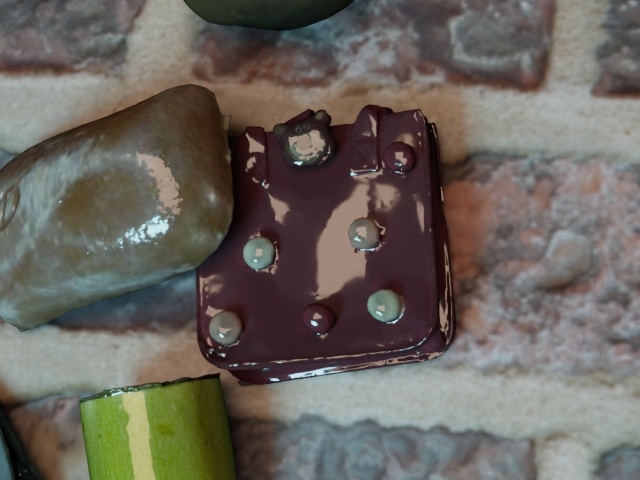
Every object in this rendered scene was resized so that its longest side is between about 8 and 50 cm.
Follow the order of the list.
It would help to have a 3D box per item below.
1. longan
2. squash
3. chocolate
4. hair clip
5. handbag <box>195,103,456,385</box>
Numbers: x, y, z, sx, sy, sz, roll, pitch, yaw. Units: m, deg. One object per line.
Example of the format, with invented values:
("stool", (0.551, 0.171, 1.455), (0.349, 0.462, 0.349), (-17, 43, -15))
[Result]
("longan", (-0.036, -0.250, 1.063), (0.187, 0.167, 0.168), (-14, 73, 24))
("squash", (-0.118, 0.198, 1.006), (0.123, 0.123, 0.187), (-15, 76, 11))
("chocolate", (-0.192, -0.032, 1.060), (0.261, 0.083, 0.161), (-23, 67, 28))
("hair clip", (-0.313, 0.127, 1.107), (0.048, 0.083, 0.275), (-41, 63, 8))
("handbag", (-0.001, 0.000, 1.044), (0.203, 0.074, 0.216), (-7, 75, 12))
